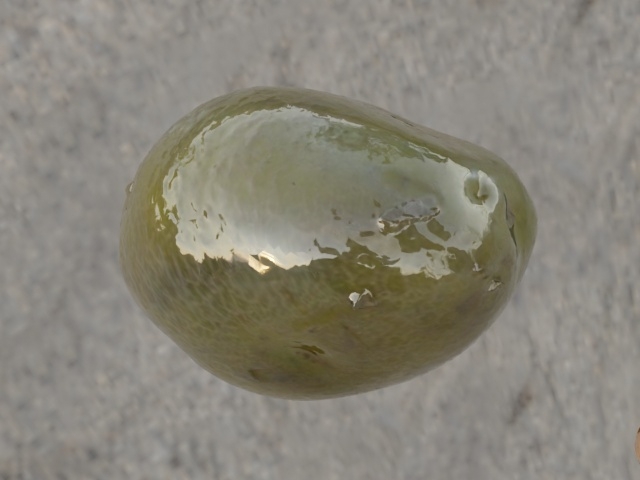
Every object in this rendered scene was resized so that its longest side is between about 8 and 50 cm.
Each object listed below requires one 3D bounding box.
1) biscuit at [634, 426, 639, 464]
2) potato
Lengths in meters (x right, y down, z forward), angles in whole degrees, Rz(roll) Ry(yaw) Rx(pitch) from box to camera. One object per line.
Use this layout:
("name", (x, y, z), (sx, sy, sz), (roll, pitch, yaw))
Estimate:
("biscuit", (0.195, 0.129, 0.393), (0.047, 0.334, 0.202), (-52, 30, -18))
("potato", (0.000, 0.000, 0.945), (0.235, 0.160, 0.178), (0, 10, 43))
